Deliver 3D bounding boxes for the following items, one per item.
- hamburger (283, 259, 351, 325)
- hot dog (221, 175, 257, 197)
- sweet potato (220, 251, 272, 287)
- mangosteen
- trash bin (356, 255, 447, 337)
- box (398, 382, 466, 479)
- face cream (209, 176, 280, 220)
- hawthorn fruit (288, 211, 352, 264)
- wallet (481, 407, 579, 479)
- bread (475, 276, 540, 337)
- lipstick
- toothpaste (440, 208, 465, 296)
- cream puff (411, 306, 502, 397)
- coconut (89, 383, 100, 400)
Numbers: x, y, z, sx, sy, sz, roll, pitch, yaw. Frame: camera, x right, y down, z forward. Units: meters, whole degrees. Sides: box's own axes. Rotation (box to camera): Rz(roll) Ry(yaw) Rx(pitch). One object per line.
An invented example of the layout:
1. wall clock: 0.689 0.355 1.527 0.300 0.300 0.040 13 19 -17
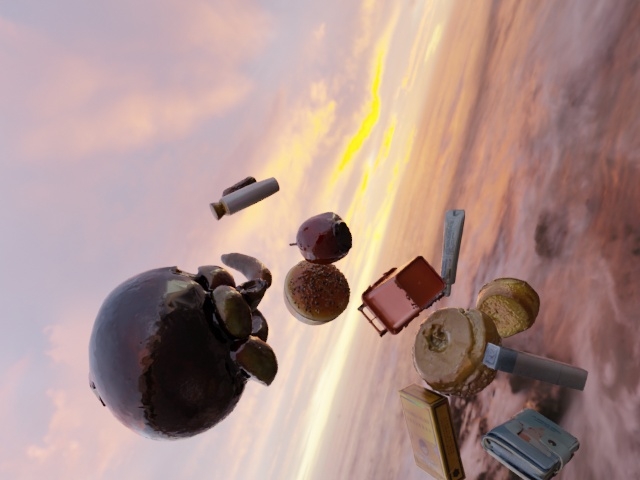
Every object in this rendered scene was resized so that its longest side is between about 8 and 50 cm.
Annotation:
1. hamburger: -0.015 0.210 2.143 0.176 0.300 0.300 -52 14 51
2. hot dog: -0.278 -0.168 1.807 0.147 0.065 0.099 -31 -53 -23
3. sweet potato: -0.284 0.108 1.995 0.097 0.291 0.097 -29 -46 -35
4. mangosteen: -0.235 0.185 0.919 0.307 0.346 0.307 63 178 5
5. trash bin: 0.222 0.153 1.403 0.184 0.161 0.239 -37 -9 -21
6. box: 0.384 0.671 1.771 0.193 0.084 0.302 1 107 66
7. face cream: -0.190 -0.107 1.284 0.072 0.182 0.051 0 115 67
8. hawthorn fruit: 0.000 0.000 1.990 0.215 0.249 0.215 -16 -90 -89
9. wallet: 0.552 0.531 1.328 0.250 0.176 0.075 -2 -67 -47
10. bread: 0.753 0.272 2.068 0.145 0.268 0.269 -42 -29 -47
11. lipstick: 0.641 0.378 1.516 0.066 0.317 0.068 -169 96 -76
12. toothpaste: 0.376 0.035 1.466 0.037 0.067 0.256 15 -101 -41
13. cream puff: 0.490 0.389 1.790 0.343 0.231 0.327 -45 32 22
14. coconut: -0.553 0.367 1.492 0.234 0.224 0.224 -59 -4 13
